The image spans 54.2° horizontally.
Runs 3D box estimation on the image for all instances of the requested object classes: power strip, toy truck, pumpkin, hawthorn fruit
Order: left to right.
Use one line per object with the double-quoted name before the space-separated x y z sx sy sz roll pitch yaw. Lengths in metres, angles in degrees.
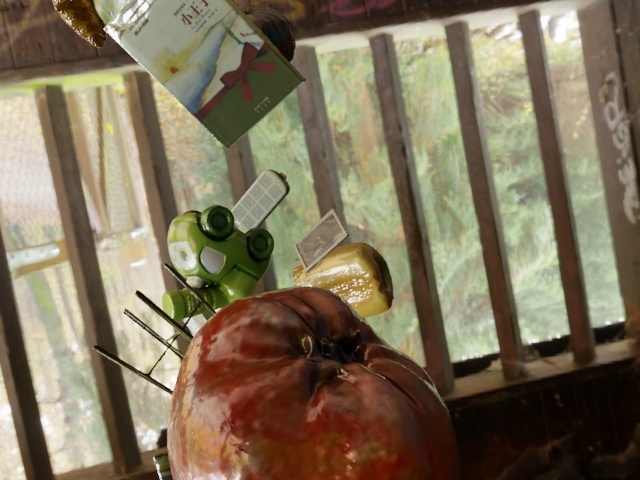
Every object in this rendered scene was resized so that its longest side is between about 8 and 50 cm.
"toy truck" -0.186 0.049 1.135 0.187 0.210 0.148 11 169 -36
"pumpkin" -0.155 -0.391 1.251 0.212 0.152 0.211 -2 -139 2
"power strip" -0.163 -0.079 1.535 0.227 0.080 0.029 -48 172 18
"hawthorn fruit" -0.012 0.183 0.597 0.285 0.284 0.284 -11 -176 1

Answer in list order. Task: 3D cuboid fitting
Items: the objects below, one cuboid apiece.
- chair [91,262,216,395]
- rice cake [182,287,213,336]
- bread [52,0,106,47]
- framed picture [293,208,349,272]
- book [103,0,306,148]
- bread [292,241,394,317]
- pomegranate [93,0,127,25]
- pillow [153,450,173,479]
"chair" -0.184 0.205 1.004 0.160 0.326 0.170 -48 -171 19
"rice cake" -0.194 0.203 1.199 0.057 0.256 0.052 -39 173 8
"bread" -0.638 -0.616 1.634 0.105 0.233 0.076 -28 -146 -7
"framed picture" 0.000 0.000 0.964 0.089 0.066 0.007 -42 135 16
"book" -0.191 -0.310 1.043 0.201 0.289 0.026 -36 -157 28
"bread" 0.043 0.071 1.076 0.173 0.134 0.085 -18 -160 34
"pomegranate" -0.361 -0.530 1.296 0.254 0.270 0.254 -50 -177 4
"pillow" -0.215 0.495 1.277 0.208 0.212 0.052 -15 -165 -23
